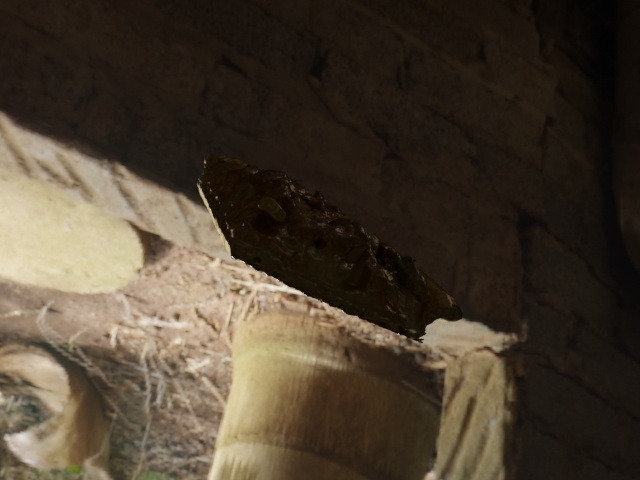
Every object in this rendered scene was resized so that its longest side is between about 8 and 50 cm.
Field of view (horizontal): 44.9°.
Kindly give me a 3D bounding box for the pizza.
[{"bbox_3d":[0.000,-0.005,0.861,0.258,0.087,0.268,28,-172,-26],"label":"pizza"}]
